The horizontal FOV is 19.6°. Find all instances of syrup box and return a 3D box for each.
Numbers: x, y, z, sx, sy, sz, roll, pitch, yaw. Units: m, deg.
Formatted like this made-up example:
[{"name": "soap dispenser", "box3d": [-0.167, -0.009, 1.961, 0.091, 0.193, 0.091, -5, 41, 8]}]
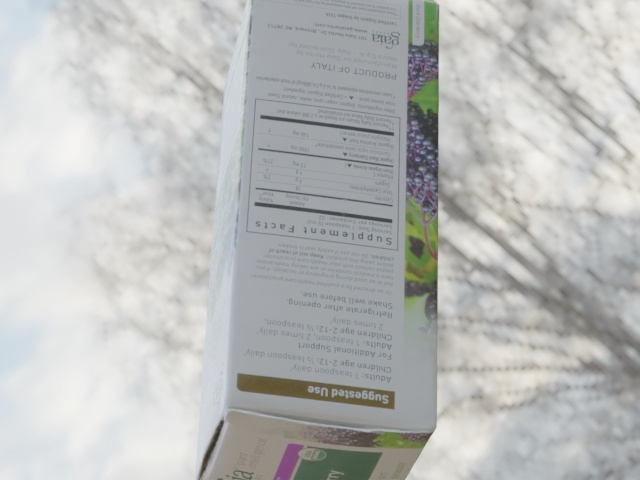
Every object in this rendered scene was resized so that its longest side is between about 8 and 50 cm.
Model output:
[{"name": "syrup box", "box3d": [0.000, 0.000, 0.867, 0.096, 0.237, 0.093, 7, -32, -9]}]
